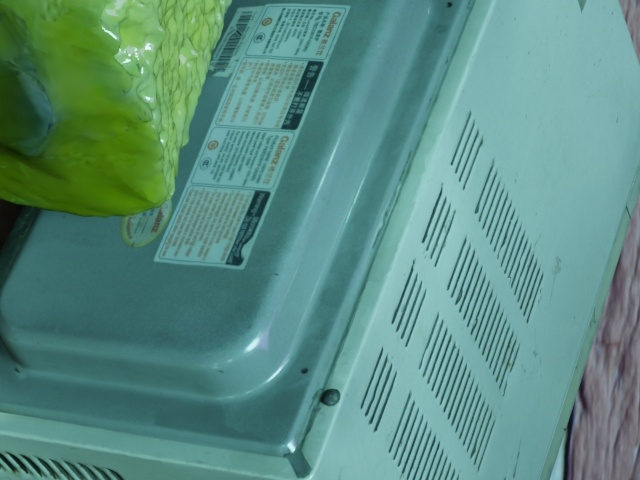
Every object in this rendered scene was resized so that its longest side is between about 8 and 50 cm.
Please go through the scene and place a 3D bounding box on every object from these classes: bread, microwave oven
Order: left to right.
[{"bbox_3d":[-0.077,-0.080,0.508,0.129,0.111,0.114,97,13,-50],"label":"bread"},{"bbox_3d":[0.000,0.000,0.630,0.194,0.145,0.240,57,47,-46],"label":"microwave oven"}]
